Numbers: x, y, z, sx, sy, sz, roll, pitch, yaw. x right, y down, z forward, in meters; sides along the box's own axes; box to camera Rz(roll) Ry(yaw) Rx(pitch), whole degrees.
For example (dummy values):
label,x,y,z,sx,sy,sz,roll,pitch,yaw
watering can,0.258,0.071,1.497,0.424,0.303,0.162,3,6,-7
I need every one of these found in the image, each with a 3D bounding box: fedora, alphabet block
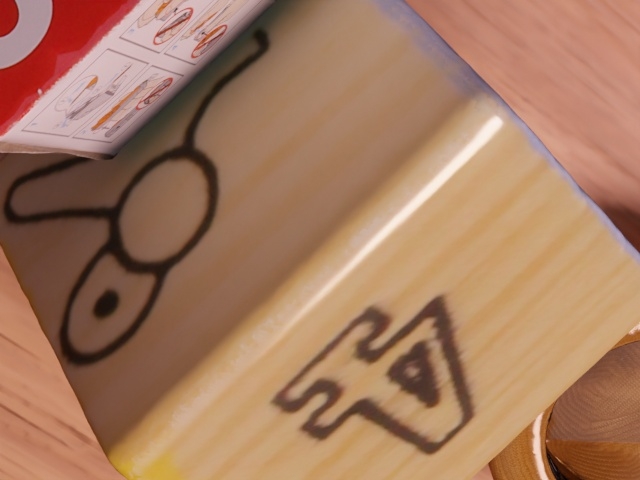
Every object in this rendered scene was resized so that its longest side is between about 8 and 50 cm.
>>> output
label,x,y,z,sx,sy,sz,roll,pitch,yaw
fedora,0.185,0.095,0.739,0.194,0.079,0.194,-1,109,-2
alphabet block,0.000,0.000,0.590,0.197,0.192,0.193,-44,137,8

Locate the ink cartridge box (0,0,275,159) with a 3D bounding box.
label,x,y,z,sx,sy,sz,roll,pitch,yaw
ink cartridge box,-0.075,-0.230,0.466,0.309,0.130,0.272,-43,85,9
